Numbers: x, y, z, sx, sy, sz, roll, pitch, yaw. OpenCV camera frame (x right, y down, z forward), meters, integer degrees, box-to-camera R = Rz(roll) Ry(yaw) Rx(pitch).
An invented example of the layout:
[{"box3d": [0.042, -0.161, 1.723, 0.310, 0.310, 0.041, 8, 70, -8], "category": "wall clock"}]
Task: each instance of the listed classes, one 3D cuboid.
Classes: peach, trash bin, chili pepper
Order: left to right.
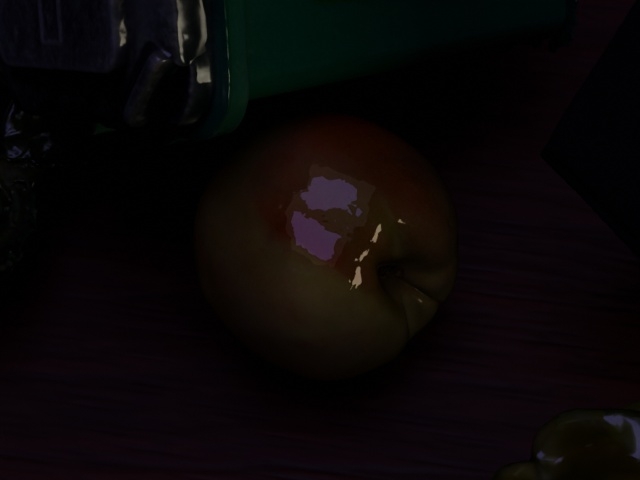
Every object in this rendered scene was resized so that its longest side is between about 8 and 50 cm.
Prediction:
[{"box3d": [-0.254, -0.048, 1.336, 0.148, 0.116, 0.264, -15, 52, 29], "category": "chili pepper"}, {"box3d": [-0.034, -0.212, 1.270, 0.381, 0.259, 0.295, -9, 11, -35], "category": "trash bin"}, {"box3d": [0.000, 0.000, 1.232, 0.184, 0.184, 0.184, -3, 53, 3], "category": "peach"}]

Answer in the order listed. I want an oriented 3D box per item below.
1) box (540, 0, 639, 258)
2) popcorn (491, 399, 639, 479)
[{"box3d": [0.355, -0.062, 1.132, 0.345, 0.204, 0.251, -6, 45, -44], "category": "box"}, {"box3d": [0.191, 0.201, 1.028, 0.224, 0.258, 0.270, 37, 108, 23], "category": "popcorn"}]
